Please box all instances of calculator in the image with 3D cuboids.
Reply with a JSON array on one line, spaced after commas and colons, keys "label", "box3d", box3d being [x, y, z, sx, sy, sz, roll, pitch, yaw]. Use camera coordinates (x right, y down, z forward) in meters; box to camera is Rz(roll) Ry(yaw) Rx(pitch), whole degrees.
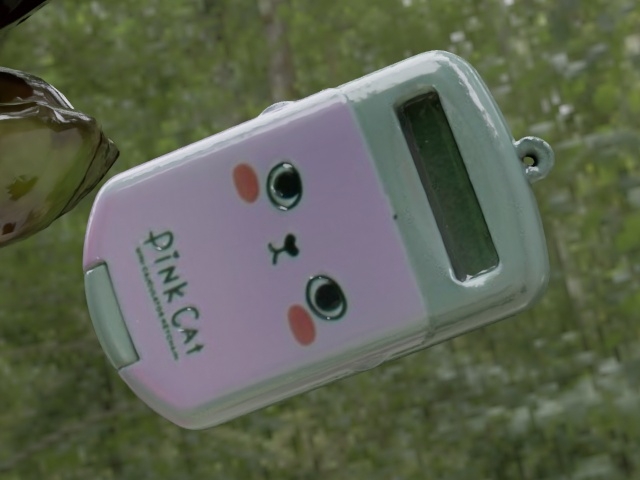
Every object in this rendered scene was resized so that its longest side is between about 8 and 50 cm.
[{"label": "calculator", "box3d": [0.000, 0.000, 0.910, 0.246, 0.141, 0.045, -20, -10, 9]}]

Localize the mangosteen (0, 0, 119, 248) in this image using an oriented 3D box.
[{"label": "mangosteen", "box3d": [-0.151, -0.135, 0.427, 0.288, 0.288, 0.288, -12, -8, -2]}]
